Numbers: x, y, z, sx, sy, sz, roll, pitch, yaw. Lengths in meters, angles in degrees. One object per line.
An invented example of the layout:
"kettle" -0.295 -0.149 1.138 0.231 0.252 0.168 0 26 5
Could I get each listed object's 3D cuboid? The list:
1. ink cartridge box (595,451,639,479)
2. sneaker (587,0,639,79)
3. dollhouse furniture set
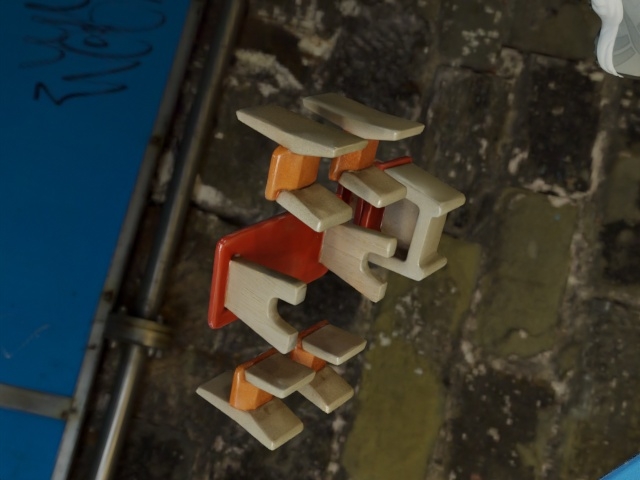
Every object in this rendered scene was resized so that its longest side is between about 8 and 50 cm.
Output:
"ink cartridge box" 0.165 0.229 0.439 0.203 0.148 0.086 -44 -30 23
"sneaker" 0.376 -0.247 0.875 0.100 0.108 0.271 -60 -28 2
"dollhouse furniture set" 0.000 0.000 0.671 0.259 0.135 0.262 -23 -47 -48
